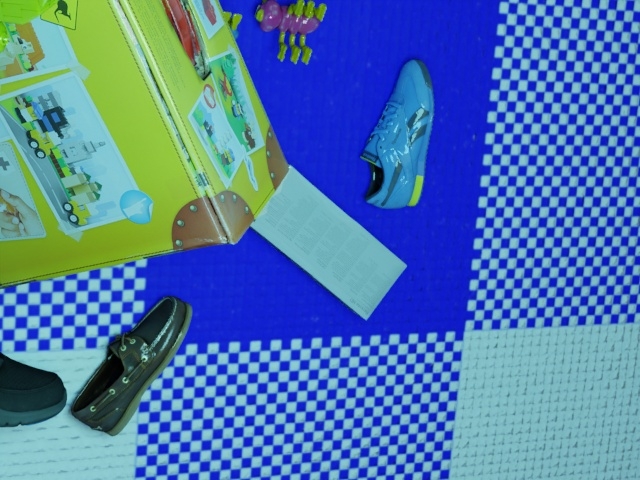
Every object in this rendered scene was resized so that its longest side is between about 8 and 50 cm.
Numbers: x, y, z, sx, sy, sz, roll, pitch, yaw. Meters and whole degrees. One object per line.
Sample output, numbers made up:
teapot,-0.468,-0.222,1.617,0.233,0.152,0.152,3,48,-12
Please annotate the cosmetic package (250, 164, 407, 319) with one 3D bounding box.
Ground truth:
cosmetic package,0.000,0.000,1.904,0.239,0.060,0.099,41,82,-27

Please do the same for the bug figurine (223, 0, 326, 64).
bug figurine,-0.070,-0.338,1.752,0.216,0.072,0.279,10,120,-28

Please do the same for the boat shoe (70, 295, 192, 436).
boat shoe,-0.247,0.158,1.819,0.073,0.073,0.207,33,87,-30

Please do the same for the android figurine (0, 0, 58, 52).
android figurine,-0.349,-0.295,1.331,0.056,0.272,0.248,-55,151,-53

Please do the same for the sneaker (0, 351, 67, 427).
sneaker,-0.457,0.136,1.687,0.340,0.125,0.140,17,90,-30

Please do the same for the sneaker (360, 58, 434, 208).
sneaker,0.103,-0.146,1.912,0.082,0.069,0.209,2,102,-22

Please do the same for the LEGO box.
LEGO box,-0.311,-0.217,1.517,0.500,0.372,0.193,67,28,-23
